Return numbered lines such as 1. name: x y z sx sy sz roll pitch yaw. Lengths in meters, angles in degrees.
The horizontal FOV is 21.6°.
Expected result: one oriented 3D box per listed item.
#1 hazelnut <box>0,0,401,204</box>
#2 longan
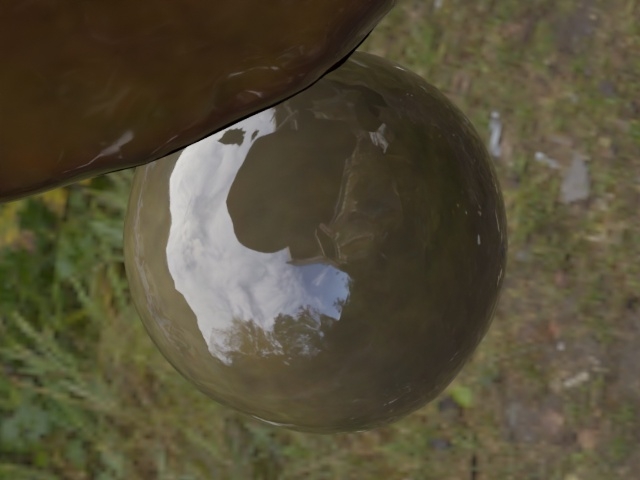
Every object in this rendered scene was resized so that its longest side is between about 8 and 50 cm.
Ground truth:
1. hazelnut: -0.144 -0.214 0.626 0.429 0.402 0.402 -24 55 -3
2. longan: 0.000 0.000 1.060 0.258 0.258 0.258 -13 74 49
